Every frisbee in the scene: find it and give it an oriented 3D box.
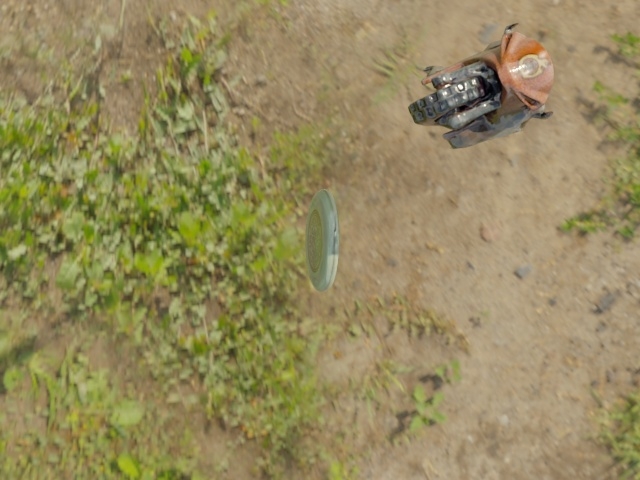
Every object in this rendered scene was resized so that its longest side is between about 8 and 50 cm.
[{"bbox_3d":[0.000,0.000,1.248,0.014,0.110,0.110,1,110,-15],"label":"frisbee"}]

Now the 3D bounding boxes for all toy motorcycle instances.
[{"bbox_3d":[0.152,-0.130,1.011,0.118,0.212,0.084,-23,90,21],"label":"toy motorcycle"}]
